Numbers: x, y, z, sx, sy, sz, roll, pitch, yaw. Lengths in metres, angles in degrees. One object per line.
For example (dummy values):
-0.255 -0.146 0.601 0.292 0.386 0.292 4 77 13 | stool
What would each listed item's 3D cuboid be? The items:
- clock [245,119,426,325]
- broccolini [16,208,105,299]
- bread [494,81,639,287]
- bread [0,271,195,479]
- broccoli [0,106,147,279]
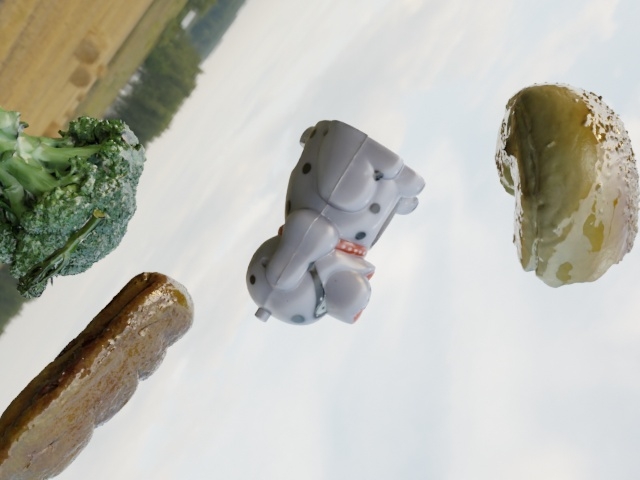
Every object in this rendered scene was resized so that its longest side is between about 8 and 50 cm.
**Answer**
0.004 -0.001 1.056 0.254 0.189 0.189 -61 -163 -12 | clock
-0.273 0.015 0.873 0.140 0.030 0.035 -41 175 26 | broccolini
0.321 -0.110 1.100 0.171 0.192 0.314 -5 -142 5 | bread
-0.274 0.167 0.942 0.084 0.124 0.344 25 -120 30 | bread
-0.381 -0.081 1.158 0.270 0.270 0.270 -32 -151 20 | broccoli
